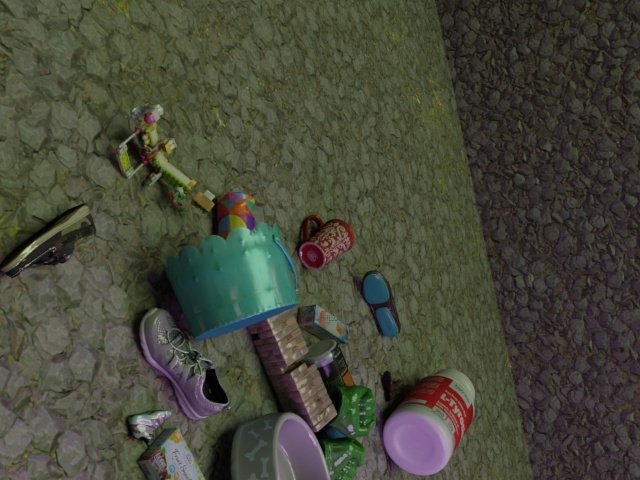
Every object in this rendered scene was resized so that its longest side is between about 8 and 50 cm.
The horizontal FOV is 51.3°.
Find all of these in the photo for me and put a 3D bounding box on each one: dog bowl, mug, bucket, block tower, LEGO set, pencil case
[{"bbox_3d":[-0.076,0.562,1.547,0.349,0.102,0.348,-21,90,-74],"label":"dog bowl"},{"bbox_3d":[0.000,0.009,2.011,0.169,0.150,0.113,-39,148,-53],"label":"mug"},{"bbox_3d":[-0.186,0.093,1.450,0.281,0.281,0.183,-6,74,-59],"label":"bucket"},{"bbox_3d":[-0.078,0.322,1.706,0.091,0.097,0.335,-29,97,-45],"label":"block tower"},{"bbox_3d":[-0.354,-0.152,1.458,0.107,0.132,0.286,-56,132,-41],"label":"LEGO set"},{"bbox_3d":[-0.205,-0.007,1.661,0.104,0.105,0.236,22,61,-54],"label":"pencil case"}]

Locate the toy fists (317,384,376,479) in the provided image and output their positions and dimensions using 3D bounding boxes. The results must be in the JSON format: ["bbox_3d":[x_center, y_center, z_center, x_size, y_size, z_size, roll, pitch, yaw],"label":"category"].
[{"bbox_3d":[0.069,0.523,1.786,0.142,0.096,0.279,16,90,-36],"label":"toy fists"}]

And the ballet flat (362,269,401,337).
[{"bbox_3d":[0.207,0.202,2.269,0.096,0.095,0.280,-70,147,-57],"label":"ballet flat"}]

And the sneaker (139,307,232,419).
[{"bbox_3d":[-0.276,0.254,1.416,0.281,0.115,0.105,62,33,-22],"label":"sneaker"}]

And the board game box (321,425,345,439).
[{"bbox_3d":[0.041,0.572,1.895,0.133,0.033,0.168,-14,97,-62],"label":"board game box"}]

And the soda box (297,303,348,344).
[{"bbox_3d":[0.009,0.248,1.940,0.183,0.063,0.058,38,48,-46],"label":"soda box"}]

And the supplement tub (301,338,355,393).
[{"bbox_3d":[0.028,0.383,1.864,0.117,0.117,0.190,-43,115,-56],"label":"supplement tub"}]

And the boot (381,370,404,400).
[{"bbox_3d":[0.251,0.483,2.268,0.114,0.037,0.106,-9,99,-56],"label":"boot"}]

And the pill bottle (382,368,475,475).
[{"bbox_3d":[0.387,0.594,2.261,0.408,0.229,0.228,-27,101,-59],"label":"pill bottle"}]

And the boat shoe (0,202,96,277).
[{"bbox_3d":[-0.482,0.008,1.213,0.073,0.080,0.223,59,30,-18],"label":"boat shoe"}]

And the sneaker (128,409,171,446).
[{"bbox_3d":[-0.341,0.380,1.341,0.098,0.038,0.069,3,77,-49],"label":"sneaker"}]

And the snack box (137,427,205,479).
[{"bbox_3d":[-0.302,0.472,1.364,0.100,0.037,0.141,-48,119,-56],"label":"snack box"}]
